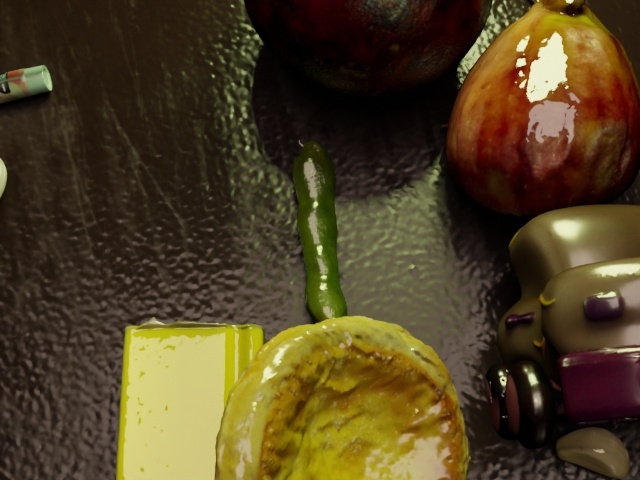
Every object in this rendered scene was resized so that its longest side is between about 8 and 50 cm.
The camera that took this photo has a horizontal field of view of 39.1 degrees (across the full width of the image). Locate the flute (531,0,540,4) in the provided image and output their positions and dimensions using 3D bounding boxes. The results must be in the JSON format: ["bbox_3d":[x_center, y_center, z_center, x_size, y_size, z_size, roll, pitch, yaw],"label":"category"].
[{"bbox_3d":[0.331,-0.256,1.173,0.014,0.014,0.269,-33,73,-10],"label":"flute"}]

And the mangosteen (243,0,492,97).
[{"bbox_3d":[0.064,-0.340,1.038,0.306,0.360,0.306,14,37,-10],"label":"mangosteen"}]

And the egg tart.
[{"bbox_3d":[0.015,0.229,0.927,0.319,0.128,0.319,9,72,-30],"label":"egg tart"}]

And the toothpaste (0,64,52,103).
[{"bbox_3d":[-0.449,-0.185,1.157,0.205,0.036,0.056,-13,73,1],"label":"toothpaste"}]

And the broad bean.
[{"bbox_3d":[-0.001,0.000,1.072,0.052,0.052,0.256,7,66,-37],"label":"broad bean"}]

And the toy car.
[{"bbox_3d":[0.298,0.074,0.886,0.271,0.341,0.240,-4,79,-1],"label":"toy car"}]

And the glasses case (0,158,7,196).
[{"bbox_3d":[-0.502,-0.091,1.109,0.233,0.059,0.092,16,71,6],"label":"glasses case"}]

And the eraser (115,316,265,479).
[{"bbox_3d":[-0.140,0.201,0.994,0.158,0.069,0.226,-2,71,3],"label":"eraser"}]

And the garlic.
[{"bbox_3d":[0.301,0.230,0.986,0.083,0.053,0.041,13,48,11],"label":"garlic"}]

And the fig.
[{"bbox_3d":[0.263,-0.140,1.036,0.224,0.224,0.263,18,68,7],"label":"fig"}]
